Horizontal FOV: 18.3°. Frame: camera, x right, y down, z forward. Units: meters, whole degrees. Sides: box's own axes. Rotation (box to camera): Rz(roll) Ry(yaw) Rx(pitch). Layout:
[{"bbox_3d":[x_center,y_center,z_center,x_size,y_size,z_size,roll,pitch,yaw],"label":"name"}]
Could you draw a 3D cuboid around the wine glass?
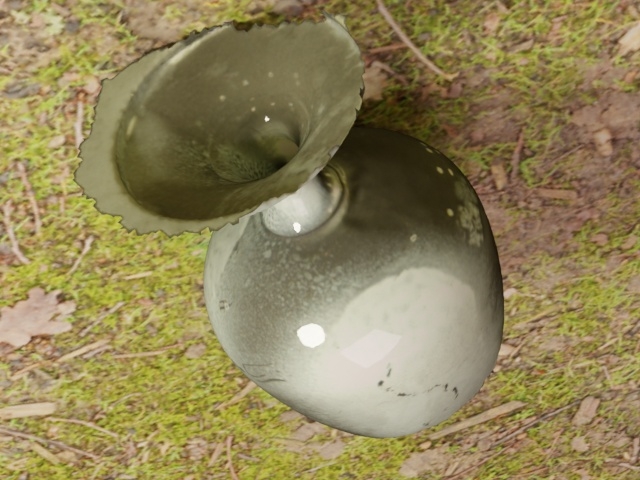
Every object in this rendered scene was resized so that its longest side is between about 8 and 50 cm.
[{"bbox_3d":[0.000,0.000,1.466,0.238,0.238,0.323,-25,135,10],"label":"wine glass"}]
